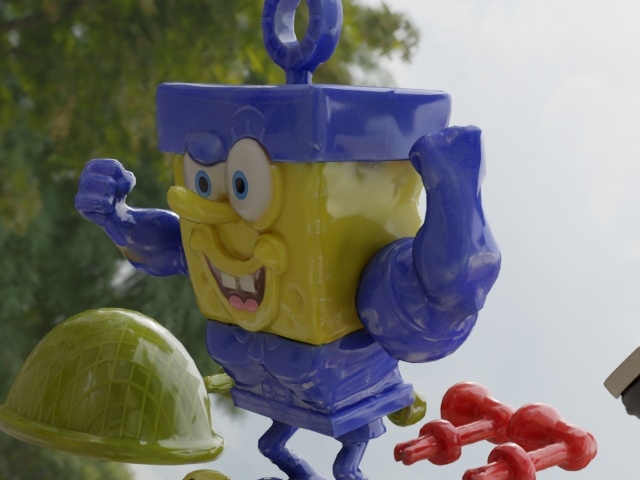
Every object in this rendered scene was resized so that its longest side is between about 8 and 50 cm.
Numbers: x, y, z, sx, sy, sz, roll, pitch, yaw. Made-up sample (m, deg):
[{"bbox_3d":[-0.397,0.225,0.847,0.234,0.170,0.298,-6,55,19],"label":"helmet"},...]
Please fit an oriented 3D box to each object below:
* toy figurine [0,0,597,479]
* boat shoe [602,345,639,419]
[{"bbox_3d":[0.000,0.000,0.622,0.362,0.191,0.217,11,-72,54],"label":"toy figurine"},{"bbox_3d":[0.210,0.054,0.771,0.065,0.075,0.206,52,-24,11],"label":"boat shoe"}]
